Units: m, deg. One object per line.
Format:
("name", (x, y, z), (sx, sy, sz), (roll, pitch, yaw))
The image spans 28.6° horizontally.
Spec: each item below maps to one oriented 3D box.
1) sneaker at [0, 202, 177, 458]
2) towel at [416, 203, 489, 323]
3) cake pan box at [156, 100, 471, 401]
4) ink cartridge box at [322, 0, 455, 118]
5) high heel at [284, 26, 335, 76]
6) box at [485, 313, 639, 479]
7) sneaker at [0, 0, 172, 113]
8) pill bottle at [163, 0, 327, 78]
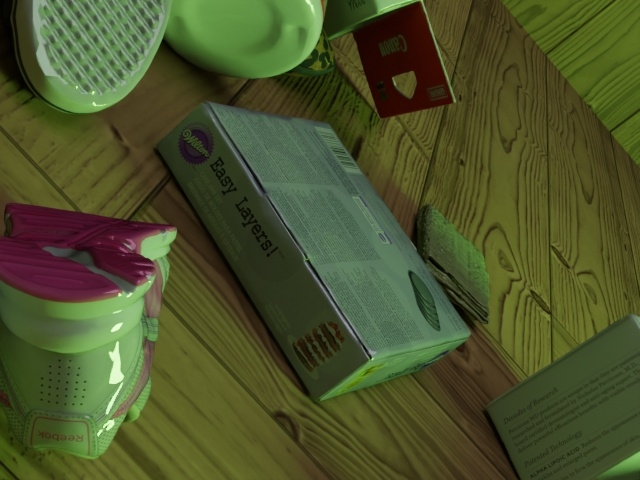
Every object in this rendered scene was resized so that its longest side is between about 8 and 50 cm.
("sneaker", (-0.139, 0.045, 0.697), (0.103, 0.111, 0.252), (8, 9, -3))
("towel", (0.147, 0.025, 1.401), (0.110, 0.027, 0.148), (43, 24, -19))
("cake pan box", (0.000, 0.000, 1.085), (0.266, 0.070, 0.246), (57, 19, 12))
("ink cartridge box", (0.049, -0.253, 1.437), (0.275, 0.060, 0.238), (-173, -115, -76))
("high heel", (-0.058, -0.303, 1.401), (0.186, 0.093, 0.261), (29, 47, -33))
("box", (0.296, 0.180, 1.241), (0.181, 0.182, 0.119), (22, 38, -52))
("sneaker", (-0.194, -0.227, 1.001), (0.126, 0.127, 0.321), (28, 56, -36))
("pill bottle", (-0.060, -0.309, 1.217), (0.161, 0.161, 0.283), (37, 45, -33))
